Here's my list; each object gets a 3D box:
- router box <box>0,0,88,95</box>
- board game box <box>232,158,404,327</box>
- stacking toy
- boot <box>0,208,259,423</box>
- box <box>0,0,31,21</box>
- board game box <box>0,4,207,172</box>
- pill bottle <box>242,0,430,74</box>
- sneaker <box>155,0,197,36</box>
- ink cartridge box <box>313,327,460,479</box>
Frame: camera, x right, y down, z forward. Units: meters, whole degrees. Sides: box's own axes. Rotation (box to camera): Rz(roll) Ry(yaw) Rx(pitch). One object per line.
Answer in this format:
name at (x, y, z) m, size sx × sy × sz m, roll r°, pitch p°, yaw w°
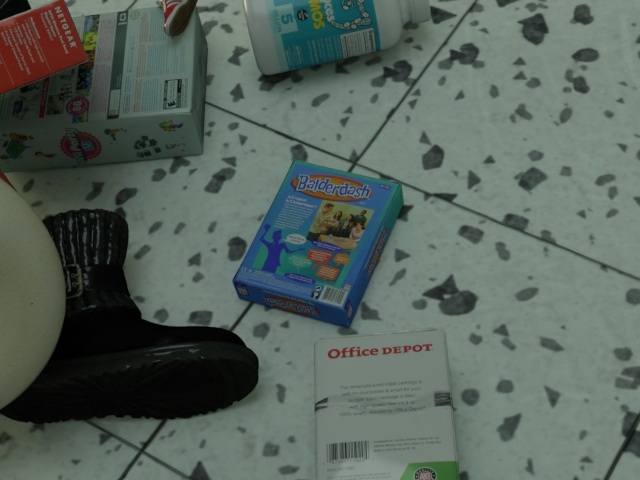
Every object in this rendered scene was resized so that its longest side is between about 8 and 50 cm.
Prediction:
router box at (-0.459, -0.221, 1.546) m, size 0.301 × 0.082 × 0.335 m, roll -23°, pitch 14°, yaw -7°
board game box at (0.000, 0.000, 1.569) m, size 0.160 × 0.047 × 0.210 m, roll 14°, pitch 59°, yaw 20°
stacking toy at (-0.478, -0.022, 1.470) m, size 0.350 × 0.351 × 0.480 m, roll -14°, pitch 26°, yaw -1°
boot at (-0.244, 0.083, 1.501) m, size 0.348 × 0.131 × 0.260 m, roll -4°, pitch 54°, yaw 8°
box at (-0.609, -0.341, 1.885) m, size 0.261 × 0.103 × 0.184 m, roll 21°, pitch 64°, yaw 23°
board game box at (-0.326, -0.225, 1.758) m, size 0.303 × 0.097 × 0.224 m, roll -5°, pitch 53°, yaw 5°
pill bottle at (0.023, -0.339, 1.746) m, size 0.264 × 0.146 × 0.146 m, roll -13°, pitch 54°, yaw 0°
sneaker at (-0.224, -0.343, 1.741) m, size 0.067 × 0.042 × 0.118 m, roll 10°, pitch 49°, yaw 11°
ink cartridge box at (0.076, 0.221, 1.369) m, size 0.160 × 0.093 × 0.219 m, roll -5°, pitch 54°, yaw 6°
